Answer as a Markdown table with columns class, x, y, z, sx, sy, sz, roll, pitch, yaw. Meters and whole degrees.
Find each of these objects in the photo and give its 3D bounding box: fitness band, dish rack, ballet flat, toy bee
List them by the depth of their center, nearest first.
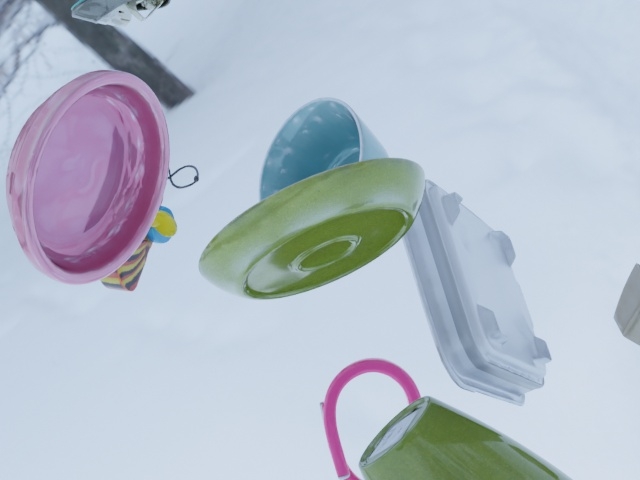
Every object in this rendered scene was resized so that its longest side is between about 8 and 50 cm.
| class | x | y | z | sx | sy | sz | roll | pitch | yaw |
| --- | --- | --- | --- | --- | --- | --- | --- | --- | --- |
| dish rack | 0.214 | 0.065 | 1.341 | 0.072 | 0.333 | 0.285 | -24 | 66 | 20 |
| ballet flat | -0.332 | -0.402 | 1.732 | 0.072 | 0.068 | 0.213 | -27 | 8 | 42 |
| toy bee | -0.351 | -0.065 | 1.866 | 0.195 | 0.162 | 0.298 | -13 | 49 | 15 |
| fitness band | 0.114 | 0.382 | 2.053 | 0.209 | 0.290 | 0.054 | -14 | 5 | -3 |

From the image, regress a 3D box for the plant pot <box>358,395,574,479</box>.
| class | x | y | z | sx | sy | sz | roll | pitch | yaw |
| --- | --- | --- | --- | --- | --- | --- | --- | --- | --- |
| plant pot | 0.198 | 0.360 | 1.351 | 0.275 | 0.293 | 0.275 | -45 | 2 | 2 |

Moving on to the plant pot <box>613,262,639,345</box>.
| class | x | y | z | sx | sy | sz | roll | pitch | yaw |
| --- | --- | --- | --- | --- | --- | --- | --- | --- | --- |
| plant pot | 0.530 | 0.118 | 1.608 | 0.096 | 0.109 | 0.109 | -57 | 10 | 19 |

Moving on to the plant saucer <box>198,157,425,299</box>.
| class | x | y | z | sx | sy | sz | roll | pitch | yaw |
| --- | --- | --- | --- | --- | --- | --- | --- | --- | --- |
| plant saucer | 0.000 | 0.000 | 0.988 | 0.241 | 0.037 | 0.241 | -22 | -18 | -8 |

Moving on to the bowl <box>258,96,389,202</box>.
| class | x | y | z | sx | sy | sz | roll | pitch | yaw |
| --- | --- | --- | --- | --- | --- | --- | --- | --- | --- |
| bowl | 0.031 | -0.128 | 2.127 | 0.312 | 0.163 | 0.311 | -20 | 61 | 43 |

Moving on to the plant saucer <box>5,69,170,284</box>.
| class | x | y | z | sx | sy | sz | roll | pitch | yaw |
| --- | --- | --- | --- | --- | --- | --- | --- | --- | --- |
| plant saucer | -0.359 | -0.100 | 1.540 | 0.084 | 0.332 | 0.332 | 16 | 58 | 24 |
